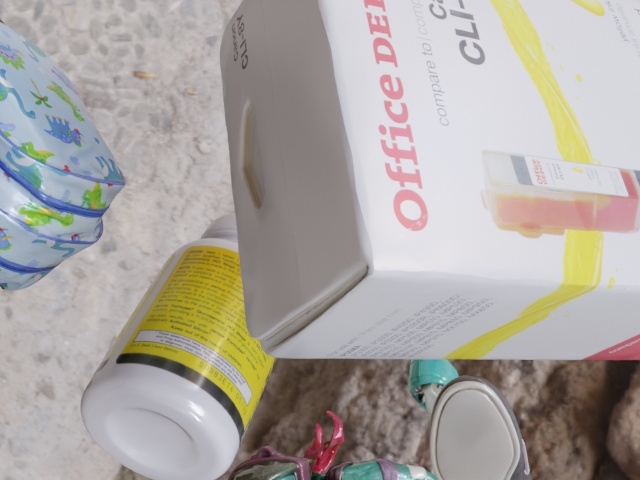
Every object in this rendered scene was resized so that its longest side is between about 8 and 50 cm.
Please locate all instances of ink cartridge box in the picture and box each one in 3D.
[{"bbox_3d":[0.138,-0.061,0.612,0.384,0.160,0.279,4,64,-27],"label":"ink cartridge box"}]

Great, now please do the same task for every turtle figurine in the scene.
[{"bbox_3d":[-0.022,0.192,0.506,0.175,0.118,0.234,-54,157,4],"label":"turtle figurine"}]

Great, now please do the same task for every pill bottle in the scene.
[{"bbox_3d":[-0.143,0.120,1.003,0.188,0.187,0.334,62,33,-30],"label":"pill bottle"}]

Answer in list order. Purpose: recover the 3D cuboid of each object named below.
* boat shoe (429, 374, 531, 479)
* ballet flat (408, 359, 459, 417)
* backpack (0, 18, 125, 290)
[{"bbox_3d":[0.209,0.287,1.010,0.095,0.112,0.335,-76,151,-59],"label":"boat shoe"},{"bbox_3d":[0.206,0.275,1.189,0.247,0.083,0.087,53,37,-17],"label":"ballet flat"},{"bbox_3d":[-0.390,-0.118,0.905,0.290,0.273,0.356,29,42,-71],"label":"backpack"}]
